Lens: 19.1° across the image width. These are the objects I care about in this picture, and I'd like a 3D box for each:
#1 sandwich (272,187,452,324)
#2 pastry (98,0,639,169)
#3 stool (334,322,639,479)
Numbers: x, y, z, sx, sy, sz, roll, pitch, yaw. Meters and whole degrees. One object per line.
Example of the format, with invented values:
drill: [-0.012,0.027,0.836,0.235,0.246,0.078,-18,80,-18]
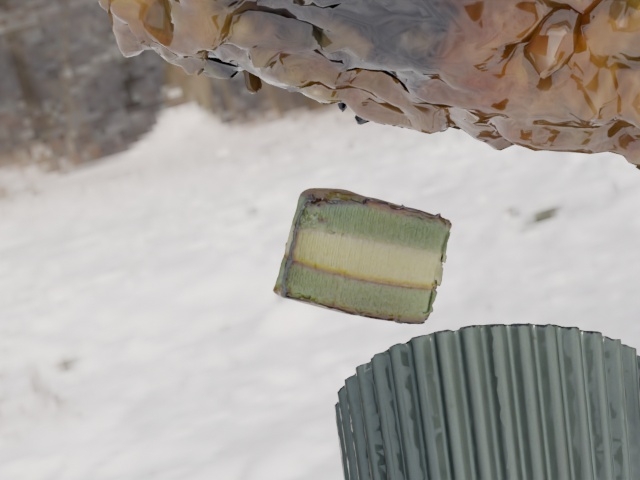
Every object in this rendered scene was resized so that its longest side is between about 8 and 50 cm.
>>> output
sandwich: [0.000,0.000,1.304,0.113,0.079,0.163,12,4,-25]
pastry: [0.066,-0.191,0.828,0.405,0.292,0.337,-16,44,-30]
stool: [0.164,0.282,1.651,0.297,0.330,0.297,-2,-32,-1]
